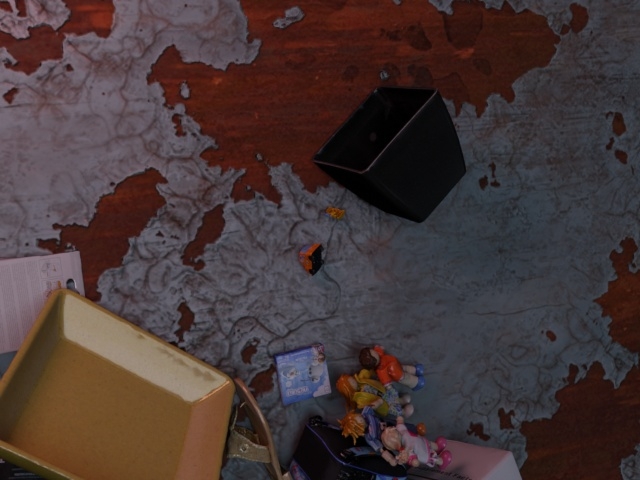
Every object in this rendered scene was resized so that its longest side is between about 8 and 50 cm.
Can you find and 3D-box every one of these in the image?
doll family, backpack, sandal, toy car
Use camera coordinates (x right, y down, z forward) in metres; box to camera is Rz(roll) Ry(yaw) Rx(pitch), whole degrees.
[{"bbox_3d":[0.105,0.302,1.323,0.163,0.263,0.118,24,121,-29],"label":"doll family"},{"bbox_3d":[0.054,0.396,1.331,0.173,0.158,0.117,22,95,-30],"label":"backpack"},{"bbox_3d":[-0.119,0.355,1.299,0.079,0.088,0.240,-29,107,-21],"label":"sandal"},{"bbox_3d":[0.000,0.000,1.354,0.041,0.060,0.122,21,63,24],"label":"toy car"}]

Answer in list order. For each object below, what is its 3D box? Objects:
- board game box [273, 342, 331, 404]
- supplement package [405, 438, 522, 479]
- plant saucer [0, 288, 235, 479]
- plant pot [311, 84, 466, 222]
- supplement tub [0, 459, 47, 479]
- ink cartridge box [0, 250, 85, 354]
[{"bbox_3d":[-0.032,0.235,1.356,0.090,0.020,0.090,-12,98,-18],"label":"board game box"},{"bbox_3d":[0.210,0.506,1.332,0.293,0.175,0.177,-28,102,-34],"label":"supplement package"},{"bbox_3d":[-0.301,0.257,1.123,0.333,0.332,0.081,32,116,-15],"label":"plant saucer"},{"bbox_3d":[0.133,-0.137,1.311,0.188,0.187,0.167,-48,118,-10],"label":"plant pot"},{"bbox_3d":[-0.424,0.448,1.082,0.194,0.193,0.316,4,66,-19],"label":"supplement tub"},{"bbox_3d":[-0.463,0.096,1.203,0.179,0.045,0.145,-9,96,-36],"label":"ink cartridge box"}]
